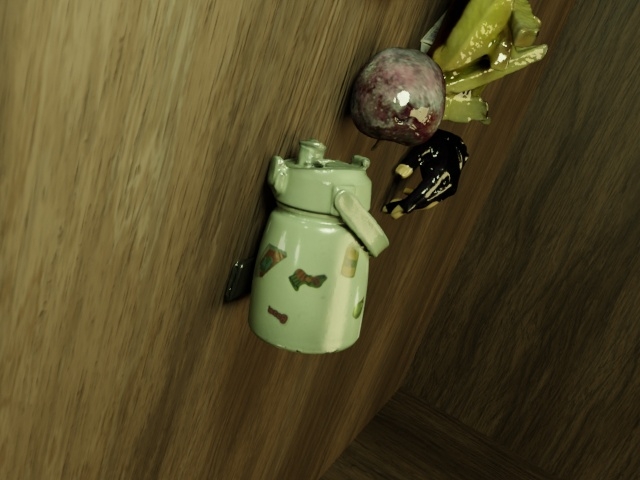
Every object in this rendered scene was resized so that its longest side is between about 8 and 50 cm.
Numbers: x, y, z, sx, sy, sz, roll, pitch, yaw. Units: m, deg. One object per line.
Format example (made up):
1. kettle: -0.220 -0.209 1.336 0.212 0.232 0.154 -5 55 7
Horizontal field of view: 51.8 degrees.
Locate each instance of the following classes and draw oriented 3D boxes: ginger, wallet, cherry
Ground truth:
1. ginger: 0.370 -0.389 1.451 0.358 0.211 0.413 -58 158 -6
2. wallet: -0.122 0.061 1.228 0.157 0.018 0.082 -25 136 -61
3. cherry: 0.145 -0.269 1.236 0.195 0.195 0.195 -50 157 -30

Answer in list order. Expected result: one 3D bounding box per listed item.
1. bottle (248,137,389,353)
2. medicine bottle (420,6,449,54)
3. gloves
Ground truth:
1. bottle: 0.000 0.000 1.161 0.229 0.229 0.351 -18 120 -63
2. medicine bottle: 0.286 -0.432 1.556 0.171 0.052 0.201 -51 156 -26
3. gloves: 0.282 -0.171 1.783 0.301 0.152 0.197 -45 130 -8
